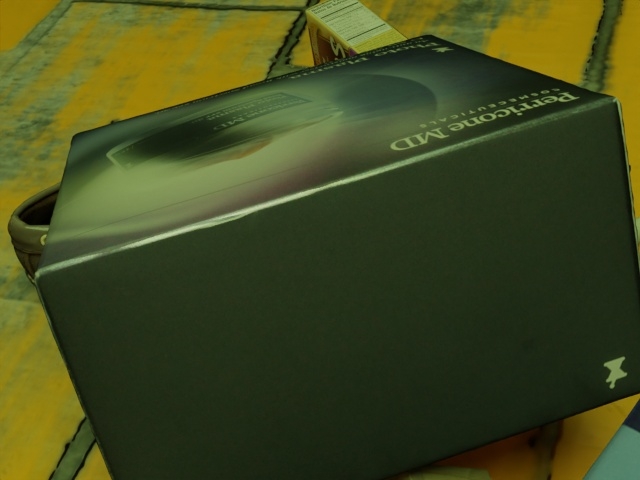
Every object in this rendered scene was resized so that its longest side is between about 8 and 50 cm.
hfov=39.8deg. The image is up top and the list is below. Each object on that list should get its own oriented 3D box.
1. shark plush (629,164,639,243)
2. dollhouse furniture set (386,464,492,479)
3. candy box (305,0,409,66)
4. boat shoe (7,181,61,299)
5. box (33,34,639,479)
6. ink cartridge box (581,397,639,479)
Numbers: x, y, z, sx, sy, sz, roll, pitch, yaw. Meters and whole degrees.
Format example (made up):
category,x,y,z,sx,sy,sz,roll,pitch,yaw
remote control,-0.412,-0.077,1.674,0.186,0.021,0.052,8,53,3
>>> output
category,x,y,z,sx,sy,sz,roll,pitch,yaw
shark plush,0.204,0.011,0.698,0.067,0.073,0.161,8,67,44
dollhouse furniture set,0.099,0.225,0.505,0.151,0.123,0.144,13,38,-26
candy box,0.057,-0.136,0.808,0.053,0.109,0.187,-26,46,-14
boat shoe,-0.104,-0.049,0.762,0.324,0.097,0.116,-27,47,-15
box,0.000,0.000,0.568,0.296,0.183,0.294,-17,22,-6
ink cartridge box,0.176,0.217,0.289,0.270,0.151,0.395,31,76,38
